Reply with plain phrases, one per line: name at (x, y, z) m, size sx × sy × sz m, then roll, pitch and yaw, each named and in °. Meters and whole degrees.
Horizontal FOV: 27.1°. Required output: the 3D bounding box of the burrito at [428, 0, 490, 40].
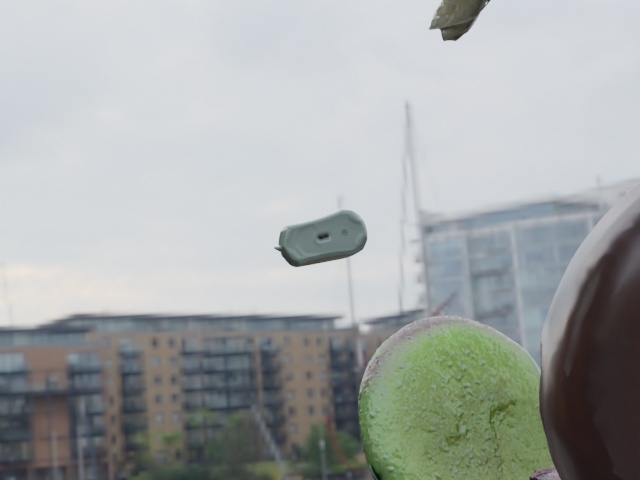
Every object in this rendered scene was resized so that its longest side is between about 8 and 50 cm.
burrito at (0.208, -0.352, 1.697) m, size 0.060 × 0.226 × 0.087 m, roll 36°, pitch 22°, yaw 25°

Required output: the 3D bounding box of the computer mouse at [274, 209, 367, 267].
computer mouse at (0.000, 0.000, 1.557) m, size 0.110 × 0.056 × 0.032 m, roll -13°, pitch -11°, yaw -3°

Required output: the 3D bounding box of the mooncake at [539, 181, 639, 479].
mooncake at (0.306, 0.078, 0.759) m, size 0.326 × 0.334 × 0.174 m, roll -48°, pitch -8°, yaw 3°

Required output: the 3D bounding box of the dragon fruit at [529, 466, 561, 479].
dragon fruit at (0.312, 0.289, 1.503) m, size 0.131 × 0.063 × 0.097 m, roll -10°, pitch 13°, yaw -30°

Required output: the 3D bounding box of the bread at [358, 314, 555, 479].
bread at (0.175, 0.225, 1.605) m, size 0.301 × 0.301 × 0.045 m, roll 1°, pitch -26°, yaw -28°
